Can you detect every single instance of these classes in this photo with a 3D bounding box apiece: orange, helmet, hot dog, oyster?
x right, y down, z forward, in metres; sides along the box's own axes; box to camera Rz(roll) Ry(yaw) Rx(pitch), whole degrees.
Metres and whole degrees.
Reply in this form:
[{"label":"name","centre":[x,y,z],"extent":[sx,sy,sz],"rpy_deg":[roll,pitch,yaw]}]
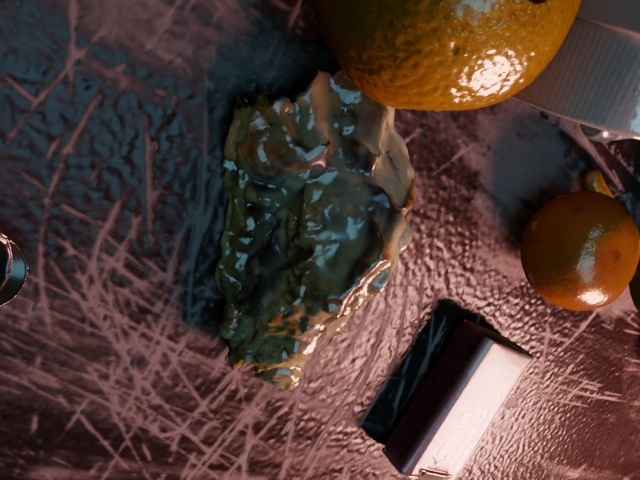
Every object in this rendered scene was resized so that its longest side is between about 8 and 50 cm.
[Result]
[{"label":"orange","centre":[0.096,-0.219,0.449],"extent":[0.236,0.236,0.236],"rpy_deg":[-12,118,-23]},{"label":"helmet","centre":[-0.283,0.019,0.457],"extent":[0.084,0.049,0.065],"rpy_deg":[63,42,-60]},{"label":"orange","centre":[0.330,0.013,0.742],"extent":[0.156,0.124,0.156],"rpy_deg":[-3,97,-25]},{"label":"hot dog","centre":[0.395,-0.045,0.805],"extent":[0.137,0.028,0.044],"rpy_deg":[44,62,-38]},{"label":"oyster","centre":[0.004,0.001,0.572],"extent":[0.201,0.107,0.354],"rpy_deg":[-1,113,-24]}]

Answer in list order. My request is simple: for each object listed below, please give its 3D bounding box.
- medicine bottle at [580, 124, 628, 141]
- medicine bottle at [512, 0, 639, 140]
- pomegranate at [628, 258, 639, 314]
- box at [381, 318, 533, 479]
[{"label":"medicine bottle","centre":[0.426,-0.179,0.743],"extent":[0.209,0.054,0.090],"rpy_deg":[-10,116,-26]},{"label":"medicine bottle","centre":[0.311,-0.263,0.524],"extent":[0.245,0.245,0.306],"rpy_deg":[1,120,-29]},{"label":"pomegranate","centre":[0.566,0.042,0.851],"extent":[0.202,0.202,0.247],"rpy_deg":[-12,100,-23]},{"label":"box","centre":[0.191,0.227,0.801],"extent":[0.120,0.069,0.224],"rpy_deg":[24,100,-34]}]
